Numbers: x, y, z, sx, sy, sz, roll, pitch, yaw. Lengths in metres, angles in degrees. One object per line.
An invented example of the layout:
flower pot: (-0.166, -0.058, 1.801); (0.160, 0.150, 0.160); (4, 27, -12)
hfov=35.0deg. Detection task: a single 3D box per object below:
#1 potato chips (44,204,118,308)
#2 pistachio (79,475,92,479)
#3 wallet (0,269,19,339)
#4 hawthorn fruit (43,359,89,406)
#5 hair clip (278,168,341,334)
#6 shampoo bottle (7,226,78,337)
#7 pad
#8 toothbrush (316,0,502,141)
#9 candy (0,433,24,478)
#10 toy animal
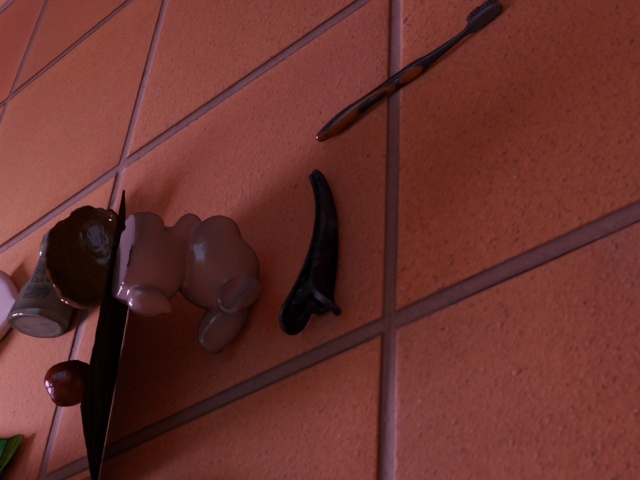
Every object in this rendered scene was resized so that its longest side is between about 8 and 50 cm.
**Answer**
potato chips: (-0.383, 0.030, 1.692); (0.150, 0.049, 0.202); (-25, 59, -11)
pistachio: (-0.329, 0.400, 1.253); (0.223, 0.126, 0.152); (-58, -2, -9)
wallet: (-0.617, 0.122, 1.947); (0.095, 0.033, 0.190); (-53, 34, -4)
hawthorn fruit: (-0.378, 0.214, 1.537); (0.077, 0.077, 0.077); (-31, 38, 29)
hair clip: (0.000, 0.000, 1.311); (0.083, 0.048, 0.275); (-31, 34, 32)
shampoo bottle: (-0.453, 0.049, 1.765); (0.118, 0.087, 0.234); (-11, 50, 36)
pad: (-0.294, 0.143, 1.410); (0.247, 0.007, 0.367); (99, 173, -46)
toothbrush: (0.116, -0.228, 1.394); (0.321, 0.023, 0.031); (-36, 29, 22)
candy: (-0.546, 0.360, 1.634); (0.178, 0.032, 0.102); (-12, 50, 45)
toy animal: (-0.176, 0.046, 1.335); (0.178, 0.193, 0.127); (-88, 21, -52)
